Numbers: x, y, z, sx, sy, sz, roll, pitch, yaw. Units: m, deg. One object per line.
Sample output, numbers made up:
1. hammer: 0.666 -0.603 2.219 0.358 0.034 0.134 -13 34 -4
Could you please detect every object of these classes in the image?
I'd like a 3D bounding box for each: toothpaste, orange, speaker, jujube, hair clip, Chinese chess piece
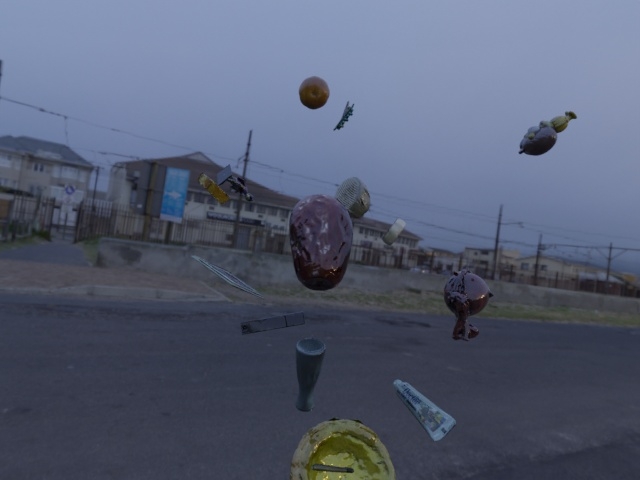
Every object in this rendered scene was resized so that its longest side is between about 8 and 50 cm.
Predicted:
1. toothpaste: 0.247 0.413 1.060 0.037 0.067 0.255 54 -8 -16
2. orange: -0.032 -0.719 2.051 0.154 0.155 0.134 8 25 -10
3. speaker: -0.164 0.288 1.475 0.218 0.044 0.082 -9 -8 -6
4. jujube: 0.000 0.000 1.373 0.223 0.318 0.223 2 -31 1
5. hair clip: 0.106 -0.526 1.792 0.049 0.173 0.049 23 -25 11
6. Chinese chess piece: 0.312 -0.036 1.784 0.051 0.122 0.122 38 2 7

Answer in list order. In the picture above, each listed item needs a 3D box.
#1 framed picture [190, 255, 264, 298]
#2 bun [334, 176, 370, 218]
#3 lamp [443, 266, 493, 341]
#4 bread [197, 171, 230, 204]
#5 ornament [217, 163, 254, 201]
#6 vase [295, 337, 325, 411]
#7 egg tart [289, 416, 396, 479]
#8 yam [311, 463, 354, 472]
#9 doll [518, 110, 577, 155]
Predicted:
1. framed picture: -0.339 0.139 1.581 0.216 0.016 0.273 30 -6 22
2. bun: 0.135 -0.157 1.649 0.113 0.173 0.166 23 -42 -33
3. lamp: 0.491 0.211 1.452 0.223 0.215 0.151 -31 21 -32
4. bread: -0.527 -0.253 2.082 0.103 0.065 0.187 41 -9 41
5. ornament: -0.361 -0.233 1.871 0.088 0.081 0.203 -31 -50 17
6. vase: -0.037 0.398 1.236 0.086 0.214 0.086 5 20 -2
7. egg tart: 0.054 0.701 1.239 0.345 0.346 0.132 8 -30 -26
8. yam: 0.029 0.526 0.970 0.107 0.014 0.014 16 -5 -19
9. doll: 0.740 -0.355 1.395 0.096 0.188 0.145 46 -7 -9
